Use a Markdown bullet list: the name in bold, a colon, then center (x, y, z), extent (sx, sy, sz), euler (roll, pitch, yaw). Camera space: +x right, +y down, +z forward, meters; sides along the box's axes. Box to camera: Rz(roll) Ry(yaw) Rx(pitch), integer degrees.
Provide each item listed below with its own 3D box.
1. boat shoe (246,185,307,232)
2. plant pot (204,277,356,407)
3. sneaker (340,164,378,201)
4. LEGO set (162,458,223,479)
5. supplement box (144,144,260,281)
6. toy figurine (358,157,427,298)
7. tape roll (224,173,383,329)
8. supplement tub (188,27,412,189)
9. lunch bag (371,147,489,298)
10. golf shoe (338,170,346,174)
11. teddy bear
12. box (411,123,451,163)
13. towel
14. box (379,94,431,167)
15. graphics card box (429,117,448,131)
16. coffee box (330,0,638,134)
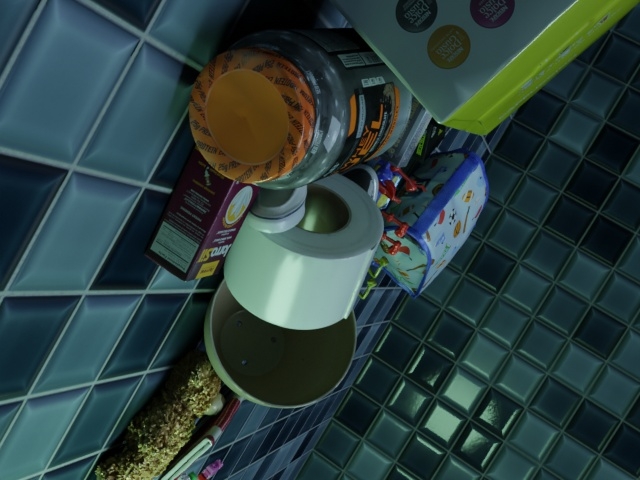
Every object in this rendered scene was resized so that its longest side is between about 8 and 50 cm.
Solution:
- **boat shoe**: center (-0.054, -0.114, 1.285), extent (0.267, 0.096, 0.088), euler (-64, 160, -51)
- **plant pot**: center (-0.101, 0.179, 1.527), extent (0.284, 0.284, 0.191), euler (-50, -171, -28)
- **sneaker**: center (-0.003, -0.024, 1.585), extent (0.296, 0.104, 0.147), euler (-47, 173, 27)
- **LEGO set**: center (-0.290, 0.492, 1.794), extent (0.093, 0.087, 0.227), euler (-44, 165, 5)
- **supplement box**: center (-0.164, -0.043, 1.176), extent (0.188, 0.080, 0.104), euler (-62, 164, 16)
- **toy figurine**: center (0.134, -0.074, 1.859), extent (0.217, 0.191, 0.363), euler (-45, 162, -53)
- **tape roll**: center (-0.031, 0.006, 1.376), extent (0.246, 0.246, 0.169), euler (-41, 156, -47)
- **supplement tub**: center (-0.019, -0.186, 1.111), extent (0.338, 0.207, 0.207), euler (-29, 147, -60)
- **lunch bag**: center (0.313, -0.064, 2.323), extent (0.328, 0.239, 0.385), euler (-51, 170, -18)
- **golf shoe**: center (0.040, -0.162, 1.637), extent (0.186, 0.067, 0.086), euler (80, 6, -56)
- **teddy bear**: center (-0.293, 0.370, 1.519), extent (0.338, 0.113, 0.245), euler (-49, 164, -29)
- **box**: center (0.324, -0.329, 2.193), extent (0.191, 0.045, 0.184), euler (-49, 160, -28)
- **towel**: center (-0.203, 0.354, 1.665), extent (0.237, 0.037, 0.329), euler (-47, -176, 36)
- **box**: center (0.119, -0.271, 1.418), extent (0.231, 0.183, 0.056), euler (-64, 164, 19)
- **graphics card box**: center (0.369, -0.473, 1.968), extent (0.371, 0.094, 0.233), euler (-53, 164, -13)
- **coffee box**: center (0.214, -0.373, 1.073), extent (0.337, 0.334, 0.338), euler (-42, 170, 18)
